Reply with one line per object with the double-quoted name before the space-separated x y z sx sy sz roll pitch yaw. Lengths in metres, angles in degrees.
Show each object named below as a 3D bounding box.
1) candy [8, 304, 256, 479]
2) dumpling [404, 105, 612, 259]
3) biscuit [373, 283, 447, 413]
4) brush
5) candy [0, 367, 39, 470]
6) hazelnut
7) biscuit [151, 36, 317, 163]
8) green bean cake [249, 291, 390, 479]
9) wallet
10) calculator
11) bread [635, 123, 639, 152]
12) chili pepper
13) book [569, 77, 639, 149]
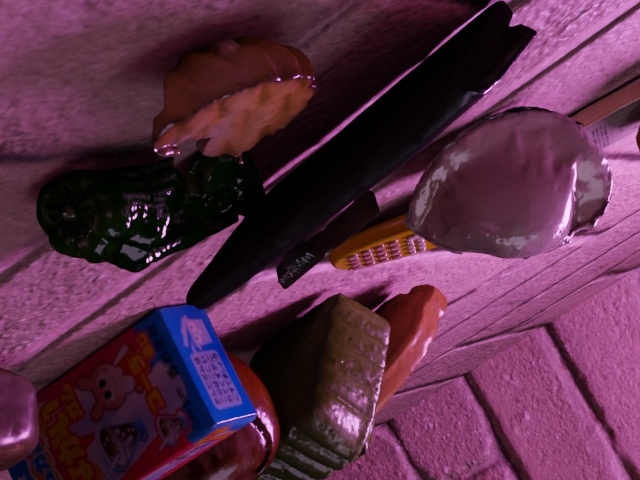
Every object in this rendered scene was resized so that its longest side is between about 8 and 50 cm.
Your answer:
"candy" -0.236 0.215 1.893 0.306 0.157 0.100 -34 165 27
"dumpling" 0.212 -0.072 1.808 0.247 0.142 0.172 -7 123 -16
"biscuit" 0.048 0.199 2.396 0.312 0.057 0.351 -51 -170 -20
"brush" 0.000 0.000 1.845 0.027 0.034 0.190 5 149 -39
"candy" -0.384 0.192 1.616 0.102 0.104 0.234 -31 168 34
"hazelnut" -0.170 0.252 2.076 0.234 0.218 0.218 -30 168 -5
"biscuit" -0.063 -0.112 1.203 0.118 0.061 0.183 -33 169 12
"green bean cake" -0.013 0.216 2.201 0.222 0.125 0.248 -36 -152 41
"wallet" 0.028 -0.072 1.436 0.377 0.051 0.197 -37 -171 33
"calculator" 0.123 -0.011 1.988 0.234 0.032 0.146 -19 167 2
"bread" 0.483 -0.165 2.008 0.199 0.104 0.199 -41 160 -18
"chili pepper" -0.138 -0.024 1.351 0.099 0.083 0.253 -46 164 29
"book" 0.294 -0.107 2.051 0.289 0.026 0.201 -29 167 6
